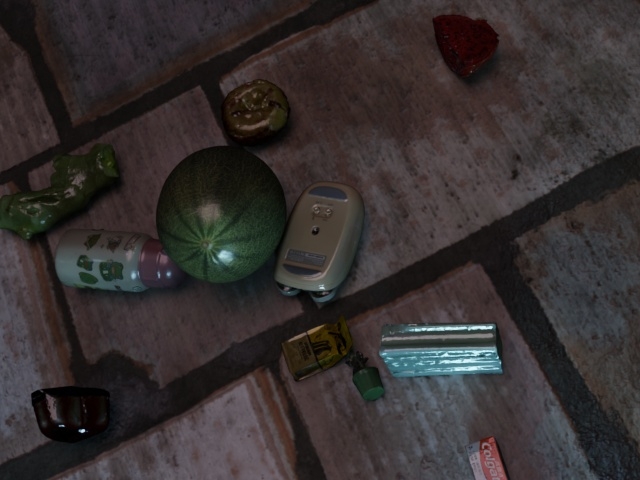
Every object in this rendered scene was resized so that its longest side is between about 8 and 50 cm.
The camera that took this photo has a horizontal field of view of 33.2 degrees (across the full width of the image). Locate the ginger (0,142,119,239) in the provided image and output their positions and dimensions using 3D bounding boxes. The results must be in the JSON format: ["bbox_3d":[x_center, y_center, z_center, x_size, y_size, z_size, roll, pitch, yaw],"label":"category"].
[{"bbox_3d":[-0.544,-0.105,2.227,0.290,0.089,0.137,-40,77,-1],"label":"ginger"}]

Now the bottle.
[{"bbox_3d":[-0.378,0.042,2.078,0.253,0.120,0.120,5,65,18],"label":"bottle"}]

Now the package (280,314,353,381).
[{"bbox_3d":[-0.002,0.194,1.925,0.131,0.047,0.071,-26,54,3],"label":"package"}]

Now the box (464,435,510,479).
[{"bbox_3d":[0.288,0.424,1.720,0.055,0.039,0.218,-18,60,8],"label":"box"}]

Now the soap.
[{"bbox_3d":[0.207,0.184,1.829,0.198,0.114,0.063,-3,62,14],"label":"soap"}]

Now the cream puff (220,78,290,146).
[{"bbox_3d":[-0.128,-0.253,2.178,0.149,0.084,0.149,-5,65,11],"label":"cream puff"}]

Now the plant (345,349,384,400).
[{"bbox_3d":[0.075,0.229,1.883,0.051,0.051,0.102,-28,54,1],"label":"plant"}]

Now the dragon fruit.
[{"bbox_3d":[0.297,-0.380,2.125,0.106,0.083,0.162,-20,49,-9],"label":"dragon fruit"}]

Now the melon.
[{"bbox_3d":[-0.182,-0.049,1.971,0.237,0.237,0.301,-15,23,9],"label":"melon"}]

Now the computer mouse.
[{"bbox_3d":[0.000,0.000,2.005,0.145,0.082,0.236,9,68,20],"label":"computer mouse"}]

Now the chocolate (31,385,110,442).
[{"bbox_3d":[-0.461,0.327,1.950,0.125,0.149,0.080,-42,51,38],"label":"chocolate"}]
